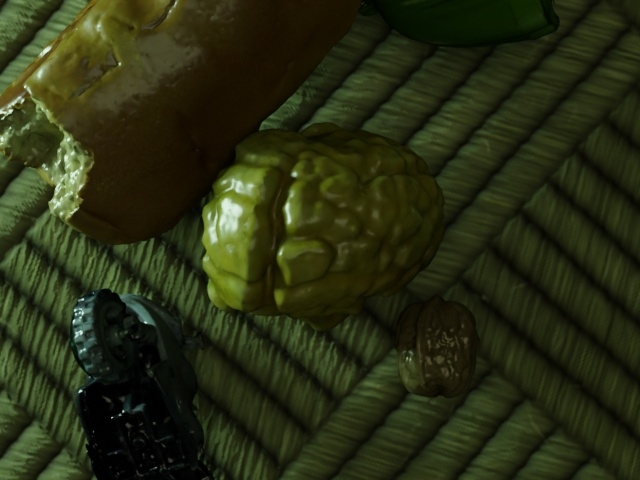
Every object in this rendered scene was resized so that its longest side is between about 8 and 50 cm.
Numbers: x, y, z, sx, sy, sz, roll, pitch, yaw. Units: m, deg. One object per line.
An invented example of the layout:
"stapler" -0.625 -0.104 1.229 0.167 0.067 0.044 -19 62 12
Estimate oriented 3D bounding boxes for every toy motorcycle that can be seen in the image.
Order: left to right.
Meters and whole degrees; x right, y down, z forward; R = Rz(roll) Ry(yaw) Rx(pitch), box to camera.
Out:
"toy motorcycle" -0.152 0.158 1.069 0.106 0.159 0.270 -17 105 9

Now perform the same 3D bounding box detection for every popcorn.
"popcorn" 0.000 0.000 1.043 0.200 0.226 0.203 19 125 11

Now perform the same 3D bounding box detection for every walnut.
"walnut" 0.107 0.097 1.093 0.079 0.082 0.096 -3 81 29

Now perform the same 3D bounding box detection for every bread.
"bread" -0.121 -0.155 1.026 0.195 0.149 0.344 38 96 -28

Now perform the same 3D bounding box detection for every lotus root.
"lotus root" 0.108 -0.241 1.070 0.186 0.186 0.186 0 89 -1
